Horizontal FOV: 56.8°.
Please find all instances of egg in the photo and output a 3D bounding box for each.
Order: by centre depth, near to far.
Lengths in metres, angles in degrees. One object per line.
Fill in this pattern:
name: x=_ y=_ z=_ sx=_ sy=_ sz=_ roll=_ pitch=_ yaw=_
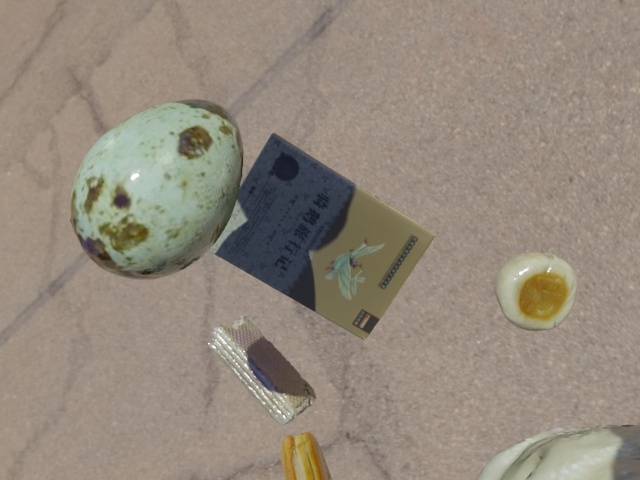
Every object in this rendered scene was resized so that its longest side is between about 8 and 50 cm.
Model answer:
egg: x=-0.176 y=-0.063 z=0.670 sx=0.169 sy=0.169 sz=0.231 roll=22 pitch=68 yaw=37

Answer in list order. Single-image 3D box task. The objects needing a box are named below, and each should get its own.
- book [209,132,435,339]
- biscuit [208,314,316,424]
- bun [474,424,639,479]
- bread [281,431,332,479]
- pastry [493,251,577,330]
book: x=0.000 y=0.000 z=0.955 sx=0.217 sy=0.310 sz=0.021 roll=-58 pitch=9 yaw=9
biscuit: x=-0.116 y=0.254 z=1.178 sx=0.239 sy=0.108 sz=0.062 roll=45 pitch=112 yaw=15
bun: x=0.186 y=0.280 z=0.356 sx=0.210 sy=0.360 sz=0.360 roll=4 pitch=75 yaw=6
bread: x=-0.009 y=0.402 z=0.918 sx=0.077 sy=0.116 sz=0.200 roll=-15 pitch=31 yaw=-5
pastry: x=0.412 y=0.096 z=1.139 sx=0.156 sy=0.092 sz=0.156 roll=0 pitch=98 yaw=2
